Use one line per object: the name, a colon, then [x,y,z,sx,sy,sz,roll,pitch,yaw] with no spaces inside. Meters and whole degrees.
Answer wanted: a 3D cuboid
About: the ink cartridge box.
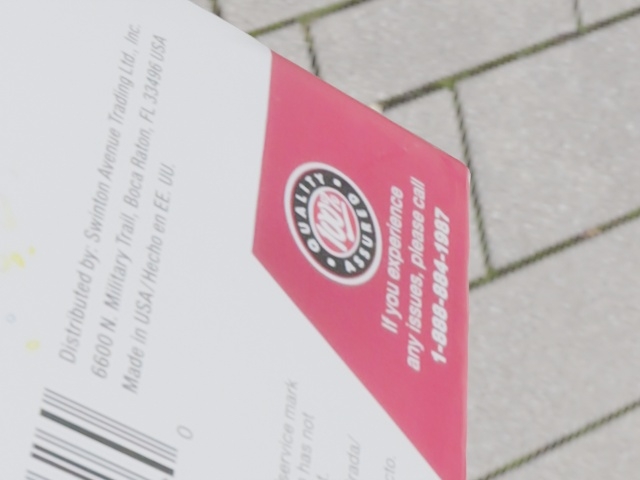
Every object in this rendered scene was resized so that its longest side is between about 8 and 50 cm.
ink cartridge box: [-0.121,0.023,0.395,0.306,0.131,0.226,28,44,-22]
